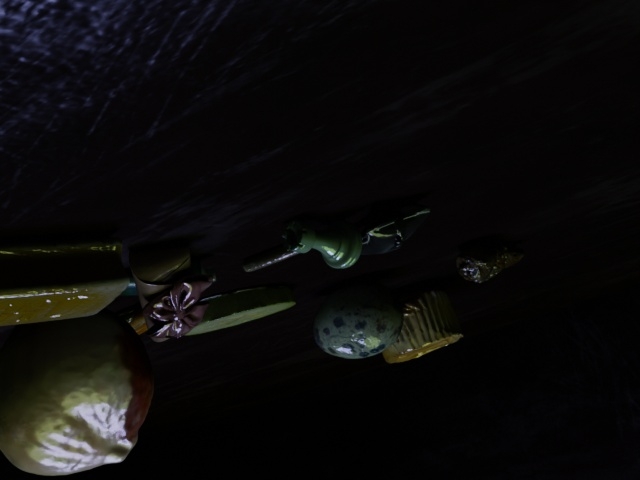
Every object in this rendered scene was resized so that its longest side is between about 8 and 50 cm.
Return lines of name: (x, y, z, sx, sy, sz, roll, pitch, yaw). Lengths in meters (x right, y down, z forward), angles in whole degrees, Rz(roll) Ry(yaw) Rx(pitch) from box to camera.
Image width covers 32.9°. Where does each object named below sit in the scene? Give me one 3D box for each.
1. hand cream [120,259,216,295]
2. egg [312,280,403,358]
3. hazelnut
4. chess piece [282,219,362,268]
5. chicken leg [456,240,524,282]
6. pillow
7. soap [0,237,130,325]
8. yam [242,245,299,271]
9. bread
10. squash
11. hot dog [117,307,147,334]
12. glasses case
hand cream: (-0.257, 0.061, 1.498, 0.224, 0.048, 0.083, -6, 167, -6)
egg: (0.066, 0.149, 2.001, 0.182, 0.141, 0.141, -22, 165, 27)
hazelnut: (-0.352, 0.214, 1.544, 0.261, 0.241, 0.261, -33, -164, 11)
chess piece: (0.000, 0.000, 1.447, 0.103, 0.067, 0.067, 10, 154, -44)
chicken leg: (0.306, 0.032, 1.948, 0.198, 0.069, 0.085, -9, 145, -53)
pillow: (0.095, -0.014, 1.503, 0.091, 0.055, 0.135, -46, 180, -15)
soap: (-0.354, 0.051, 1.245, 0.232, 0.073, 0.140, -4, 160, -35)
yam: (-0.064, 0.022, 1.561, 0.116, 0.021, 0.021, -20, 167, 32)
bread: (0.198, 0.174, 2.280, 0.179, 0.133, 0.250, -15, 169, 2)
squash: (-0.149, 0.127, 1.895, 0.219, 0.041, 0.219, -13, 168, -3)
hot dog: (-0.289, 0.123, 1.742, 0.133, 0.041, 0.056, -30, 168, 37)
glasses case: (-0.189, 0.083, 1.437, 0.103, 0.070, 0.193, -5, 150, -4)
